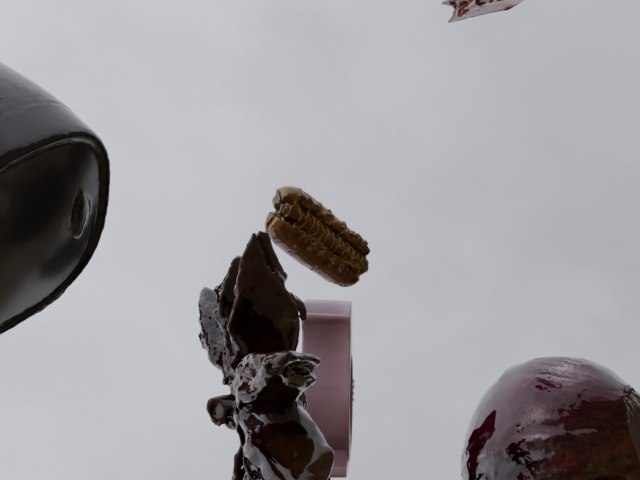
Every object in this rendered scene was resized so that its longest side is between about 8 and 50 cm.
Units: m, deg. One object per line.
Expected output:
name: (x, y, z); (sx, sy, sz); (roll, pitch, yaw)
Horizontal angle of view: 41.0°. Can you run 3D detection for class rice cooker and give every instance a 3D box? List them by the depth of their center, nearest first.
rice cooker: (-0.351, -0.047, 0.801); (0.267, 0.224, 0.267); (-53, -17, -24)

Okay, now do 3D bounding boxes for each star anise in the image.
star anise: (-0.049, 0.121, 0.686); (0.088, 0.288, 0.288); (-6, -63, -15)

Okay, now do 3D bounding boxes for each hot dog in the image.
hot dog: (0.000, 0.000, 0.968); (0.165, 0.045, 0.071); (37, -120, -43)

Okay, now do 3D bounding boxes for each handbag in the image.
handbag: (0.315, -0.435, 1.463); (0.157, 0.212, 0.059); (-19, -84, -17)

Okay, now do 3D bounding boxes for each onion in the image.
onion: (0.334, 0.291, 1.191); (0.337, 0.282, 0.260); (-11, -107, -43)

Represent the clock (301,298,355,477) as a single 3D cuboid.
clock: (0.015, 0.234, 1.404); (0.290, 0.080, 0.275); (56, -145, -85)
